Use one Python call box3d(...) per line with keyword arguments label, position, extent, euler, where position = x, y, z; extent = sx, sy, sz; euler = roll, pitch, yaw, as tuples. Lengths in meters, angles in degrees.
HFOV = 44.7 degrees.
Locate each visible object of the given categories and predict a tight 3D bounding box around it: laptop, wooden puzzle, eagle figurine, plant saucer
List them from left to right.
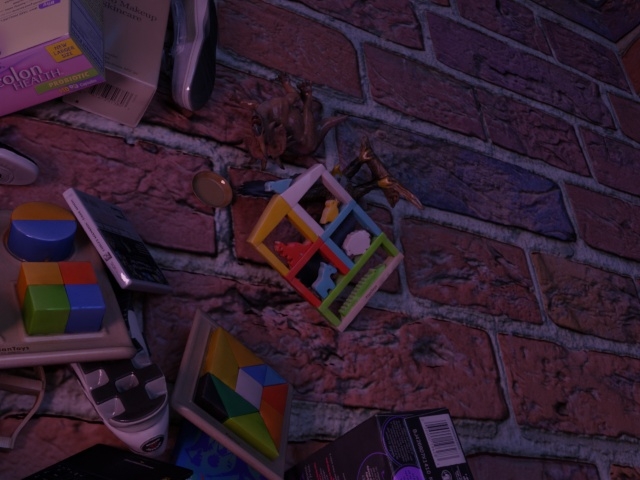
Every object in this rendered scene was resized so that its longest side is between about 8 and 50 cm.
box3d(label="wooden puzzle", position=(-0.439, 0.038, 1.042), extent=(0.322, 0.080, 0.348), euler=(0, 36, -34))
box3d(label="laptop", position=(-0.334, 0.258, 0.924), extent=(0.264, 0.234, 0.137), euler=(-19, 101, -43))
box3d(label="plant saucer", position=(-0.206, -0.093, 1.458), extent=(0.083, 0.015, 0.083), euler=(19, 49, -24))
box3d(label="wooden puzzle", position=(-0.120, 0.229, 1.181), extent=(0.221, 0.044, 0.239), euler=(43, 21, -23))
box3d(label="eagle figurine", position=(0.008, -0.075, 1.514), extent=(0.298, 0.225, 0.226), euler=(-36, 39, -13))

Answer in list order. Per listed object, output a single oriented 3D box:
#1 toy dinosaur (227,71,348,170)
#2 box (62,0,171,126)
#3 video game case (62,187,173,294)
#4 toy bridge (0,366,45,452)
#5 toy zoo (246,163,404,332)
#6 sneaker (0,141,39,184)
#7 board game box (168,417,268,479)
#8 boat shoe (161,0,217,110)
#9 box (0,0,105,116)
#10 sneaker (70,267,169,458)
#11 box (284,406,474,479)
box3d(label="toy dinosaur", position=(-0.065, -0.222, 1.586), extent=(0.295, 0.127, 0.200), euler=(8, 58, -42))
box3d(label="box", position=(-0.376, -0.382, 1.465), extent=(0.148, 0.121, 0.311), euler=(17, 51, -25))
box3d(label="video game case", position=(-0.312, 0.007, 1.217), extent=(0.173, 0.022, 0.190), euler=(55, 2, 10))
box3d(label="toy bridge", position=(-0.416, 0.201, 1.078), extent=(0.063, 0.026, 0.188), euler=(19, 50, -29))
box3d(label="toy zoo", position=(0.000, 0.000, 1.399), extent=(0.293, 0.030, 0.192), euler=(46, 75, -21))
box3d(label="sneaker", position=(-0.543, -0.170, 1.215), extent=(0.217, 0.079, 0.121), euler=(16, 53, -26))
box3d(label="board game box", position=(-0.153, 0.375, 1.131), extent=(0.160, 0.047, 0.210), euler=(29, 47, -17))
box3d(label="boat shoe", position=(-0.270, -0.386, 1.569), extent=(0.103, 0.118, 0.320), euler=(-3, 57, 4))
box3d(label="box", position=(-0.481, -0.355, 1.289), extent=(0.117, 0.213, 0.243), euler=(60, 16, -58))
box3d(label="sneaker", position=(-0.304, 0.179, 1.130), extent=(0.122, 0.146, 0.330), euler=(-18, 46, -17))
box3d(label="box", position=(0.083, 0.373, 1.148), extent=(0.143, 0.270, 0.165), euler=(4, 58, -35))
